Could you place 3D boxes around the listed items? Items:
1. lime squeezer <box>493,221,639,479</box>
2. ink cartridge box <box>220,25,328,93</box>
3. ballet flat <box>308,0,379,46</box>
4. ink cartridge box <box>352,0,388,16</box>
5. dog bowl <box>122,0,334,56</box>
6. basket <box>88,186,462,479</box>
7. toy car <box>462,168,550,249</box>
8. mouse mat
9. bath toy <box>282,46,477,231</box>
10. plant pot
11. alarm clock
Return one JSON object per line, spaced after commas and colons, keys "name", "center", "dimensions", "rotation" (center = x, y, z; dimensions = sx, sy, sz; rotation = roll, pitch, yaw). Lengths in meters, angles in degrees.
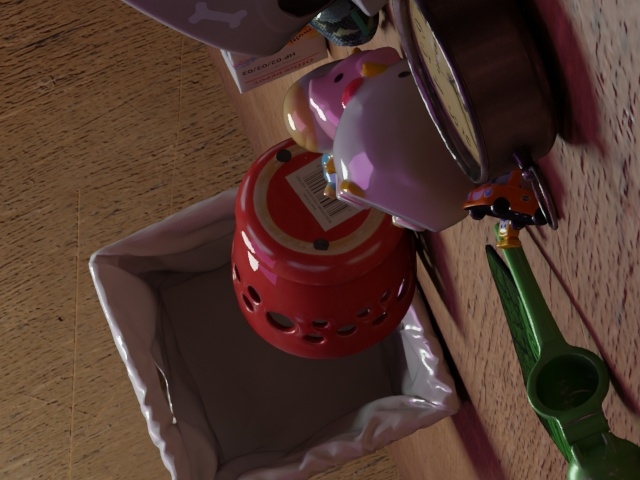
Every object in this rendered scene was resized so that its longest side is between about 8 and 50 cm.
{"name": "lime squeezer", "center": [0.188, 0.122, 1.304], "dimensions": [0.110, 0.059, 0.310], "rotation": [-10, -106, -64]}
{"name": "ink cartridge box", "center": [-0.053, -0.218, 1.981], "dimensions": [0.181, 0.104, 0.061], "rotation": [76, 171, -66]}
{"name": "ballet flat", "center": [0.011, -0.198, 1.643], "dimensions": [0.188, 0.070, 0.070], "rotation": [-116, 5, -73]}
{"name": "ink cartridge box", "center": [-0.069, -0.292, 1.279], "dimensions": [0.275, 0.060, 0.239], "rotation": [44, 179, 24]}
{"name": "dog bowl", "center": [-0.132, -0.272, 1.490], "dimensions": [0.349, 0.102, 0.349], "rotation": [32, -163, -11]}
{"name": "basket", "center": [-0.050, 0.117, 2.194], "dimensions": [0.266, 0.331, 0.328], "rotation": [83, 164, -81]}
{"name": "toy car", "center": [0.119, -0.025, 1.283], "dimensions": [0.122, 0.060, 0.040], "rotation": [139, 141, -78]}
{"name": "mouse mat", "center": [0.178, 0.109, 1.531], "dimensions": [0.152, 0.007, 0.189], "rotation": [-120, 8, -58]}
{"name": "bath toy", "center": [0.049, -0.085, 1.416], "dimensions": [0.151, 0.129, 0.348], "rotation": [23, -179, -5]}
{"name": "plant pot", "center": [0.000, 0.000, 1.911], "dimensions": [0.174, 0.191, 0.191], "rotation": [81, 165, -61]}
{"name": "alarm clock", "center": [0.100, -0.087, 1.119], "dimensions": [0.129, 0.064, 0.192], "rotation": [77, 172, -63]}
